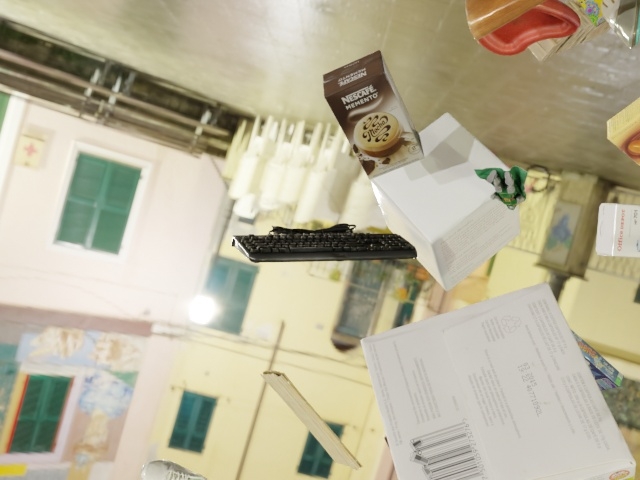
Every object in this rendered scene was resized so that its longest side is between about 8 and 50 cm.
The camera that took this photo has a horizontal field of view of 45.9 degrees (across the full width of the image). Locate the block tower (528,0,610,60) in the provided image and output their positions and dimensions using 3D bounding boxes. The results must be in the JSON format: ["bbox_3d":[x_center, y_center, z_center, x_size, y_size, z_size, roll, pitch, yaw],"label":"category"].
[{"bbox_3d":[0.666,-0.567,1.968,0.335,0.097,0.091,-29,166,-33],"label":"block tower"}]

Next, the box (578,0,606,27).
[{"bbox_3d":[0.664,-0.697,1.740,0.279,0.290,0.177,51,137,-10],"label":"box"}]

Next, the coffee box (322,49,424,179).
[{"bbox_3d":[0.141,-0.325,1.995,0.168,0.119,0.297,-21,130,16],"label":"coffee box"}]

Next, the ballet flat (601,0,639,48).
[{"bbox_3d":[0.479,-0.379,1.201,0.068,0.213,0.072,9,144,21],"label":"ballet flat"}]

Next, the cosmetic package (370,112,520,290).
[{"bbox_3d":[0.402,-0.113,2.397,0.327,0.329,0.394,51,176,29],"label":"cosmetic package"}]

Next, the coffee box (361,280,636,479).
[{"bbox_3d":[0.304,0.334,1.304,0.338,0.338,0.334,-19,140,8],"label":"coffee box"}]

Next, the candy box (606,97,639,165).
[{"bbox_3d":[0.565,-0.198,1.199,0.109,0.053,0.186,35,135,-15],"label":"candy box"}]

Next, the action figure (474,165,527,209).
[{"bbox_3d":[0.500,-0.132,2.028,0.137,0.064,0.232,10,168,26],"label":"action figure"}]

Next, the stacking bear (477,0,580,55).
[{"bbox_3d":[0.349,-0.503,1.327,0.164,0.289,0.175,15,164,-37],"label":"stacking bear"}]

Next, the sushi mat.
[{"bbox_3d":[-0.027,0.447,1.895,0.317,0.019,0.151,51,158,-8],"label":"sushi mat"}]

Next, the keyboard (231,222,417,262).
[{"bbox_3d":[0.000,0.000,1.338,0.317,0.033,0.201,0,-167,-23],"label":"keyboard"}]

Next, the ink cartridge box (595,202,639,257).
[{"bbox_3d":[0.834,-0.024,1.983,0.190,0.140,0.082,3,-177,-12],"label":"ink cartridge box"}]

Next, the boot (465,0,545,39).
[{"bbox_3d":[0.346,-0.404,1.072,0.280,0.264,0.096,-24,123,35],"label":"boot"}]

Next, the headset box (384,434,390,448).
[{"bbox_3d":[0.325,0.588,2.074,0.293,0.218,0.110,60,-178,12],"label":"headset box"}]

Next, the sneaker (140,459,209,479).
[{"bbox_3d":[-0.239,0.420,1.324,0.152,0.054,0.061,24,152,-14],"label":"sneaker"}]

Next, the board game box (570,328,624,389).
[{"bbox_3d":[0.601,0.285,1.806,0.201,0.035,0.136,41,151,-9],"label":"board game box"}]
